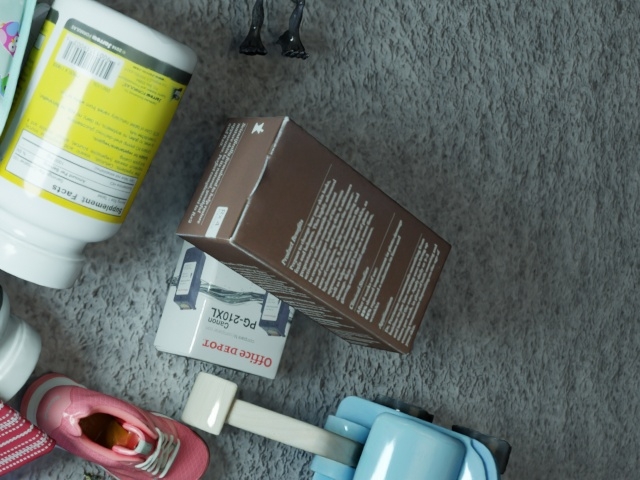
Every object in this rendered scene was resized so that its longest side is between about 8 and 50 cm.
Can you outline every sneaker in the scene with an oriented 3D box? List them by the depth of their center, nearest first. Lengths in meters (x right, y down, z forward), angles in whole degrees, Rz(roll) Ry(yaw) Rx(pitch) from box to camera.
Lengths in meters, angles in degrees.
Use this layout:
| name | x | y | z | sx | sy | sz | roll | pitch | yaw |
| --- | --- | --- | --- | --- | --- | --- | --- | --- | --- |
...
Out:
| name | x | y | z | sx | sy | sz | roll | pitch | yaw |
| --- | --- | --- | --- | --- | --- | --- | --- | --- | --- |
| sneaker | -0.260 | 0.285 | 1.610 | 0.314 | 0.136 | 0.116 | 30 | 77 | -39 |

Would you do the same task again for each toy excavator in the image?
| name | x | y | z | sx | sy | sz | roll | pitch | yaw |
| --- | --- | --- | --- | --- | --- | --- | --- | --- | --- |
| toy excavator | 0.052 | 0.326 | 1.803 | 0.222 | 0.433 | 0.445 | -68 | 158 | -11 |

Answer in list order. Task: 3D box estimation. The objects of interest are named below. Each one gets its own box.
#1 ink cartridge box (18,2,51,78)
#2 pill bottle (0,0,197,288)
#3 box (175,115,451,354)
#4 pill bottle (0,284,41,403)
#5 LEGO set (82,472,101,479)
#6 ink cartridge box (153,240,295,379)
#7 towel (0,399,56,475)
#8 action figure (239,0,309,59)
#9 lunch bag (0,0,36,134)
| name | x | y | z | sx | sy | sz | roll | pitch | yaw |
| --- | --- | --- | --- | --- | --- | --- | --- | --- | --- |
| ink cartridge box | -0.393 | -0.168 | 1.506 | 0.225 | 0.056 | 0.181 | -36 | 120 | -10 |
| pill bottle | -0.299 | -0.119 | 1.432 | 0.188 | 0.188 | 0.334 | 22 | 98 | -40 |
| box | 0.000 | 0.000 | 1.665 | 0.381 | 0.143 | 0.191 | 36 | 70 | -39 |
| pill bottle | -0.473 | 0.079 | 1.384 | 0.278 | 0.162 | 0.162 | 48 | 66 | -35 |
| LEGO set | -0.333 | 0.365 | 1.638 | 0.054 | 0.023 | 0.083 | 50 | 51 | -36 |
| ink cartridge box | -0.123 | 0.070 | 1.721 | 0.172 | 0.100 | 0.237 | 21 | 81 | -40 |
| towel | -0.470 | 0.219 | 1.382 | 0.199 | 0.031 | 0.275 | -26 | 138 | 10 |
| action figure | -0.048 | -0.405 | 1.699 | 0.164 | 0.141 | 0.275 | 1 | 97 | -29 |
| lunch bag | -0.460 | -0.206 | 1.336 | 0.223 | 0.160 | 0.262 | 18 | 80 | -27 |
